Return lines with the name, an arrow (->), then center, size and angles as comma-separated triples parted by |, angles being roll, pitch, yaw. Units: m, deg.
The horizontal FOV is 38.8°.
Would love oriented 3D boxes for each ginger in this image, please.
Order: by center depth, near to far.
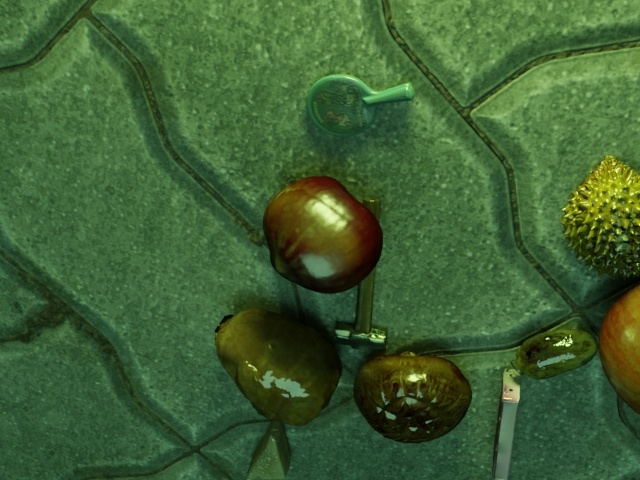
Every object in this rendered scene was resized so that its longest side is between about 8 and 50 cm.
ginger -> -0.075, 0.259, 1.900 | 0.222, 0.200, 0.269 | -13, 121, 20

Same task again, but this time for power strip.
power strip -> 0.401, 0.403, 1.965 | 0.037, 0.109, 0.279 | 5, 125, 10

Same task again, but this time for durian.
durian -> 0.540, -0.009, 1.649 | 0.183, 0.138, 0.250 | -26, 122, 16

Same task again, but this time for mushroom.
mushroom -> 0.194, 0.336, 1.940 | 0.253, 0.153, 0.253 | 6, 135, 6

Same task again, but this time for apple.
apple -> 0.661, 0.212, 1.662 | 0.301, 0.302, 0.302 | 5, 125, 7

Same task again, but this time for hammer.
hammer -> 0.091, 0.071, 1.843 | 0.111, 0.043, 0.366 | 7, 123, 7

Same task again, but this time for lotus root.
lotus root -> 0.473, 0.228, 1.845 | 0.179, 0.089, 0.080 | -21, 161, 19

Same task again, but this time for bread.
bread -> -0.134, 0.492, 2.146 | 0.105, 0.077, 0.152 | -3, 122, 11

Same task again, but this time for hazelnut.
hazelnut -> 0.000, 0.000, 1.692 | 0.229, 0.229, 0.230 | 5, 125, 7

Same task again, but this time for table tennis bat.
table tennis bat -> 0.071, -0.250, 1.629 | 0.201, 0.033, 0.124 | -8, 124, 22
